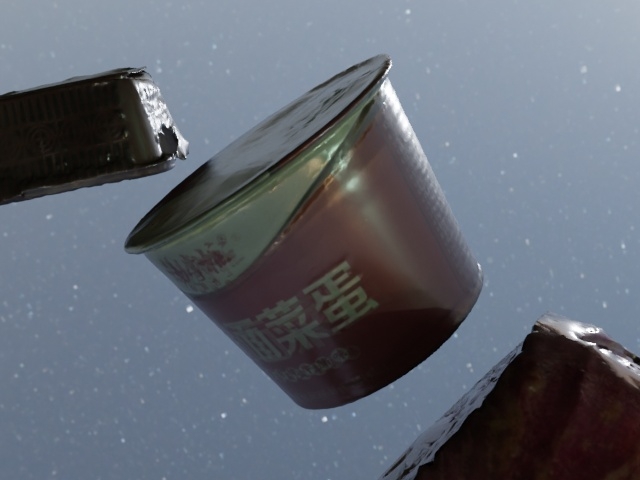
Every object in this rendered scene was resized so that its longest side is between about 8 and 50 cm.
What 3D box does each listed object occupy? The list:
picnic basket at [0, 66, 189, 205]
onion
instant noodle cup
[{"bbox_3d":[-0.327,-0.131,1.060,0.296,0.129,0.222,-12,-165,3],"label":"picnic basket"},{"bbox_3d":[0.143,0.196,0.517,0.230,0.256,0.272,48,-144,18],"label":"onion"},{"bbox_3d":[0.000,0.000,0.632,0.234,0.178,0.235,-33,-165,10],"label":"instant noodle cup"}]
